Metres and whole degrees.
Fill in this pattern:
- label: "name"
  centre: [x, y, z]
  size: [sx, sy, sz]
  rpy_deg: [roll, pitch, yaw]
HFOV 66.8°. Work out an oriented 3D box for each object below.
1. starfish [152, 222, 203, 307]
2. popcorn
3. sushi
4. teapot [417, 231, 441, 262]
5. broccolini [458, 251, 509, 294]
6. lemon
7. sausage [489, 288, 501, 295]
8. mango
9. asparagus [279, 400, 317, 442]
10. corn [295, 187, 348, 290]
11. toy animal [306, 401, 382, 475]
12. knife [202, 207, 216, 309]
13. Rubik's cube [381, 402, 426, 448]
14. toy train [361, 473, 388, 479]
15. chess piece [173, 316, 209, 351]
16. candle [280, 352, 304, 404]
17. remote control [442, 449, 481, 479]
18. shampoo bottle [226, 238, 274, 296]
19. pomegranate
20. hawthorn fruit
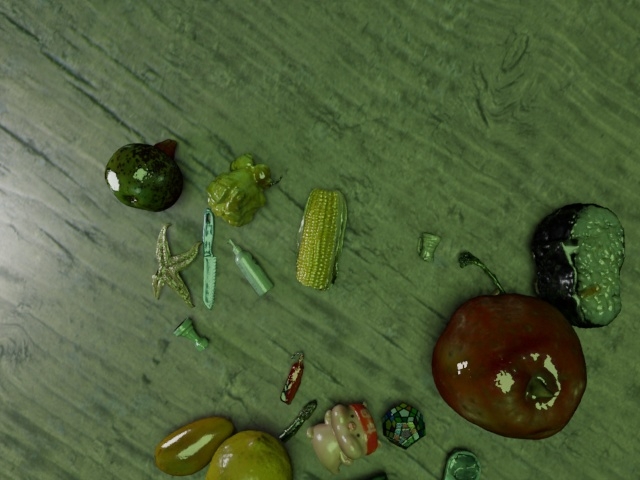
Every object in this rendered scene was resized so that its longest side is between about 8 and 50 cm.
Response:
- label: "starfish"
  centre: [-0.436, 0.076, 1.467]
  size: [0.138, 0.050, 0.248]
  rpy_deg: [8, 96, 0]
- label: "popcorn"
  centre: [-0.224, -0.137, 1.401]
  size: [0.195, 0.173, 0.168]
  rpy_deg: [-47, 130, -21]
- label: "sushi"
  centre: [0.718, 0.070, 1.356]
  size: [0.210, 0.171, 0.350]
  rpy_deg: [-4, 90, -16]
- label: "teapot"
  centre: [0.317, 0.020, 1.434]
  size: [0.067, 0.057, 0.083]
  rpy_deg: [18, 99, 39]
- label: "broccolini"
  centre: [0.490, 0.097, 1.428]
  size: [0.194, 0.054, 0.052]
  rpy_deg: [39, 61, 7]
- label: "lemon"
  centre: [-0.202, 0.699, 1.395]
  size: [0.253, 0.253, 0.311]
  rpy_deg: [7, 100, 2]
- label: "sausage"
  centre: [0.491, 0.195, 1.447]
  size: [0.024, 0.024, 0.132]
  rpy_deg: [42, 94, 0]
- label: "mango"
  centre: [-0.374, 0.620, 1.464]
  size: [0.253, 0.113, 0.139]
  rpy_deg: [-27, 88, -4]
- label: "asparagus"
  centre: [-0.064, 0.553, 1.487]
  size: [0.036, 0.030, 0.165]
  rpy_deg: [40, 94, 10]
- label: "corn"
  centre: [0.002, 0.000, 1.418]
  size: [0.123, 0.122, 0.305]
  rpy_deg: [9, 97, -26]
- label: "toy animal"
  centre: [0.075, 0.574, 1.421]
  size: [0.197, 0.171, 0.171]
  rpy_deg: [-35, 91, 10]
- label: "knife"
  centre: [-0.338, 0.058, 1.480]
  size: [0.044, 0.019, 0.313]
  rpy_deg: [3, 95, -1]
- label: "Rubik's cube"
  centre: [0.246, 0.548, 1.433]
  size: [0.133, 0.133, 0.112]
  rpy_deg: [-39, 66, 4]
- label: "toy train"
  centre: [0.101, 0.836, 1.454]
  size: [0.300, 0.120, 0.202]
  rpy_deg: [-17, 89, 3]
- label: "chess piece"
  centre: [-0.387, 0.289, 1.472]
  size: [0.067, 0.067, 0.103]
  rpy_deg: [-44, 100, 4]
- label: "candle"
  centre: [-0.082, 0.417, 1.478]
  size: [0.053, 0.048, 0.162]
  rpy_deg: [18, 94, -33]
- label: "remote control"
  centre: [0.414, 0.752, 1.468]
  size: [0.104, 0.052, 0.247]
  rpy_deg: [13, 93, 0]
- label: "shampoo bottle"
  centre: [-0.216, 0.075, 1.453]
  size: [0.056, 0.056, 0.195]
  rpy_deg: [-36, 92, 4]
- label: "pomegranate"
  centre: [-0.485, -0.203, 1.399]
  size: [0.214, 0.214, 0.248]
  rpy_deg: [25, 57, 1]
- label: "hawthorn fruit"
  centre: [0.509, 0.335, 1.275]
  size: [0.402, 0.403, 0.403]
  rpy_deg: [0, 93, 2]
